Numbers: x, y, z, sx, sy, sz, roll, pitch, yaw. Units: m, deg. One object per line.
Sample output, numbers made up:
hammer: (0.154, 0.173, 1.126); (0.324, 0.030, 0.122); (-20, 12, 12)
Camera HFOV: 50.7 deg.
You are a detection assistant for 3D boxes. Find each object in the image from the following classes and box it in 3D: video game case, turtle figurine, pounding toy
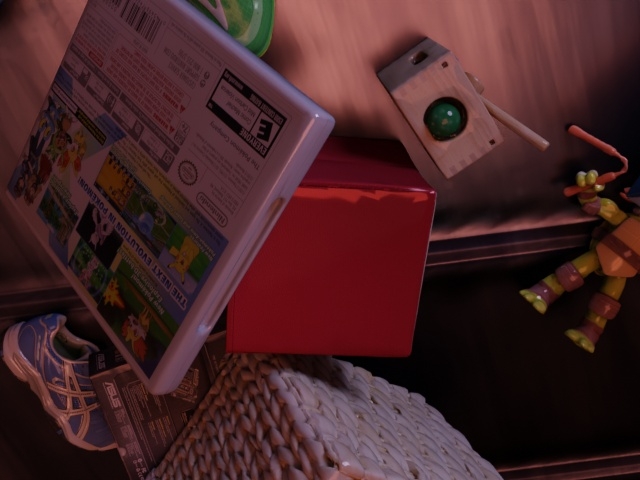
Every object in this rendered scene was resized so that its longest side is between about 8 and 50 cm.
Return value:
video game case: (-0.172, -0.074, 0.651); (0.036, 0.329, 0.300); (4, 124, -55)
turtle figurine: (0.342, 0.011, 0.806); (0.269, 0.087, 0.217); (41, 99, -1)
pounding toy: (0.142, -0.137, 0.701); (0.100, 0.141, 0.130); (-34, 111, 11)

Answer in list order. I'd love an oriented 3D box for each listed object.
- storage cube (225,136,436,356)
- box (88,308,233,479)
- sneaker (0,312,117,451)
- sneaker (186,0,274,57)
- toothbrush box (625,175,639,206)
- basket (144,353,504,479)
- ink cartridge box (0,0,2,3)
storage cube: (0.000, 0.000, 0.730); (0.193, 0.184, 0.215); (2, 112, -6)
box: (-0.169, 0.221, 0.860); (0.183, 0.056, 0.231); (-19, 114, -14)
sneaker: (-0.305, 0.182, 0.847); (0.081, 0.080, 0.211); (-28, 113, 12)
sneaker: (-0.106, -0.311, 0.622); (0.109, 0.123, 0.296); (-8, 114, 0)
toothbrush box: (0.501, -0.106, 0.677); (0.216, 0.126, 0.296); (35, 94, 3)
basket: (0.017, 0.309, 0.744); (0.328, 0.331, 0.266); (28, 96, -25)
ink cartridge box: (-0.369, -0.353, 0.580); (0.270, 0.151, 0.395); (37, 108, -17)
